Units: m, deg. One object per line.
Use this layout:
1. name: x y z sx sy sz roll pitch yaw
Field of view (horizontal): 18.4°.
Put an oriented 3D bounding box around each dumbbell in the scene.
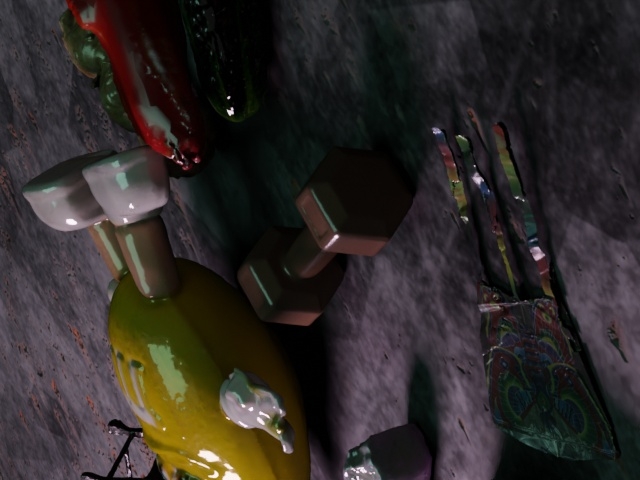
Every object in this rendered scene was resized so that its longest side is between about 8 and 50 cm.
1. dumbbell: 0.000 0.000 1.669 0.092 0.082 0.231 61 153 12

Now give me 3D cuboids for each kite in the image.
1. kite: 0.150 0.038 1.506 0.152 0.015 0.285 10 123 55

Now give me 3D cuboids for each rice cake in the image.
1. rice cake: 0.062 0.314 1.820 0.056 0.072 0.365 37 141 39

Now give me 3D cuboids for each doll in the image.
1. doll: -0.121 0.087 1.828 0.423 0.161 0.348 56 165 13

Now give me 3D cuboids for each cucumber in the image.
1. cucumber: -0.087 -0.212 1.670 0.074 0.074 0.241 29 140 50

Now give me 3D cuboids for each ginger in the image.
1. ginger: -0.168 -0.143 1.864 0.204 0.080 0.104 51 -178 28

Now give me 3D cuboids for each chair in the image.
1. chair: -0.139 0.284 2.164 0.229 0.113 0.106 6 125 16

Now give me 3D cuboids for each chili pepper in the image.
1. chili pepper: -0.176 -0.232 1.737 0.110 0.110 0.387 130 126 -61
